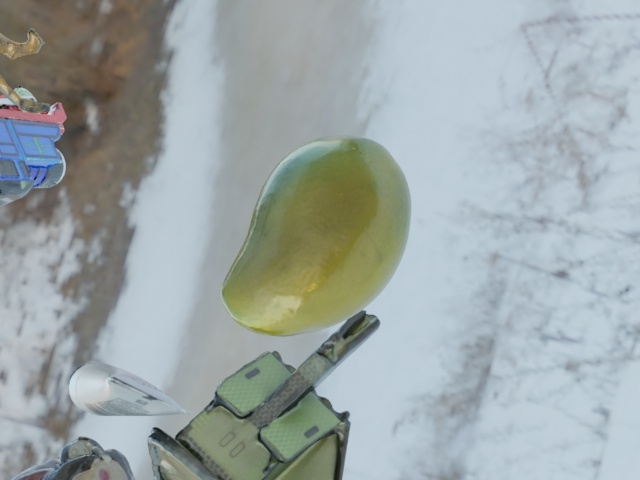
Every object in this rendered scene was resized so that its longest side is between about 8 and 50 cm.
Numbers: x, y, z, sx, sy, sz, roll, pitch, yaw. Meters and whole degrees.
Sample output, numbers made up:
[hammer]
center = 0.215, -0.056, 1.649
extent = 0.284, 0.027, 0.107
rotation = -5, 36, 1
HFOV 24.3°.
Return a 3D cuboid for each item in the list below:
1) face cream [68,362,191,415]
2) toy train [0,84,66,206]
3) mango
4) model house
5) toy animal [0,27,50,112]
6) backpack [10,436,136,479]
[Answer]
[face cream]
center = -0.217, 0.162, 1.588
extent = 0.244, 0.092, 0.058
rotation = -7, 59, 66
[toy train]
center = -0.336, -0.093, 1.538
extent = 0.083, 0.204, 0.131
rotation = -27, 82, 19
[mango]
center = 0.004, 0.000, 1.151
extent = 0.085, 0.122, 0.191
rotation = 107, -177, -61
[model house]
center = -0.026, 0.212, 1.649
extent = 0.279, 0.205, 0.218
rotation = -44, -13, -20
[toy animal]
center = -0.351, -0.207, 1.373
extent = 0.116, 0.255, 0.114
rotation = -44, 1, -5
[backpack]
center = -0.358, 0.401, 2.101
extent = 0.139, 0.229, 0.229
rotation = 118, 162, -56
